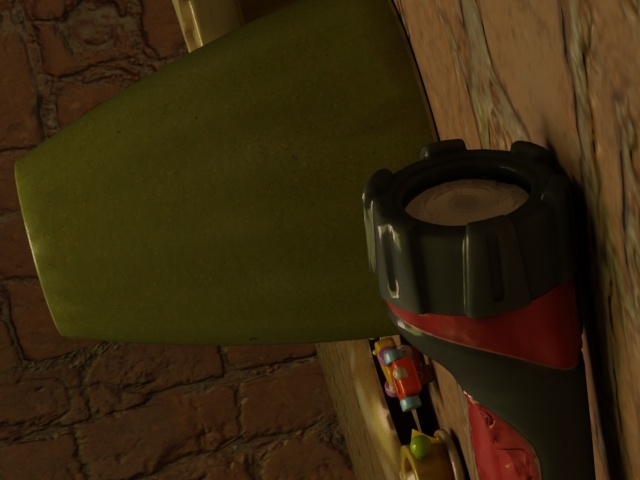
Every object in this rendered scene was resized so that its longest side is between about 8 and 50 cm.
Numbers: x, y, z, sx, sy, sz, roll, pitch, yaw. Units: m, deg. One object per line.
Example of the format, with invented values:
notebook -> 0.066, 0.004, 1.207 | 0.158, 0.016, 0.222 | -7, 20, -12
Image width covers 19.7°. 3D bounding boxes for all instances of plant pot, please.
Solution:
plant pot -> -0.068, -0.030, 1.378 | 0.275, 0.293, 0.275 | 165, 90, -87
plant pot -> 0.077, 0.201, 1.890 | 0.236, 0.032, 0.236 | -21, -90, -85

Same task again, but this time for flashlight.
flashlight -> 0.088, 0.103, 0.923 | 0.103, 0.103, 0.304 | 21, 130, 42

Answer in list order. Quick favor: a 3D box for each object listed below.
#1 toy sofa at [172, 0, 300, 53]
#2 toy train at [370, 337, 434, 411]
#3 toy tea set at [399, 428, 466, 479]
toy sofa -> -0.067, -0.295, 1.382 | 0.362, 0.150, 0.177 | 80, 171, -62
toy train -> 0.071, 0.087, 1.748 | 0.125, 0.046, 0.166 | 88, 163, -70
toy tea set -> 0.078, 0.337, 1.712 | 0.336, 0.124, 0.200 | 91, 165, -46
